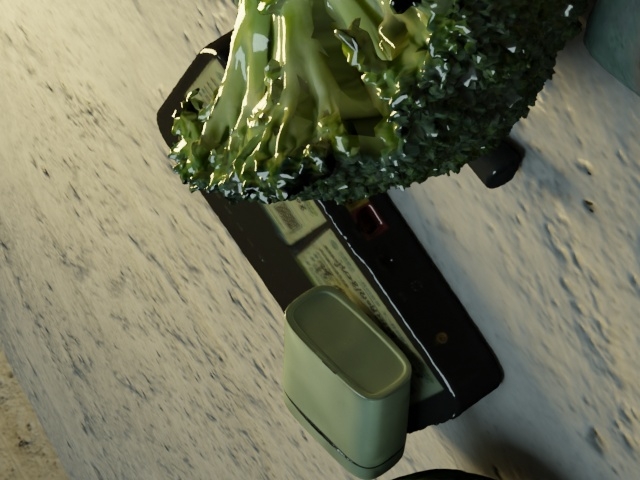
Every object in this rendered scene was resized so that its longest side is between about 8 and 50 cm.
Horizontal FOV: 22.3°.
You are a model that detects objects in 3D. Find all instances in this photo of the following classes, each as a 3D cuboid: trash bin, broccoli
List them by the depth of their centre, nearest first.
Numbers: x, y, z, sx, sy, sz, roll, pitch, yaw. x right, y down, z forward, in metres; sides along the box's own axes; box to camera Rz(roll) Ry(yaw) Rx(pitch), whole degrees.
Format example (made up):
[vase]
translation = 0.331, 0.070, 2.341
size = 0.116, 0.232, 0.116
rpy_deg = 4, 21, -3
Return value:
[broccoli]
translation = -0.030, -0.182, 0.907
size = 0.361, 0.221, 0.252
rpy_deg = 51, 160, 15
[trash bin]
translation = 0.020, 0.115, 1.294
size = 0.116, 0.059, 0.130
rpy_deg = 43, 154, 25

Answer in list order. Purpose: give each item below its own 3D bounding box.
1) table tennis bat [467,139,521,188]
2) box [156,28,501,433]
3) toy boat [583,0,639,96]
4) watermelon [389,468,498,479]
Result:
[table tennis bat]
translation = 0.049, -0.123, 1.095
size = 0.236, 0.027, 0.150
rpy_deg = 48, 157, 24
[box]
translation = 0.000, 0.000, 1.328
size = 0.350, 0.058, 0.211
rpy_deg = 56, 156, 1
[toy boat]
translation = 0.216, -0.062, 0.780
size = 0.282, 0.096, 0.206
rpy_deg = 54, 158, 41
[watermelon]
translation = 0.100, 0.303, 1.292
size = 0.242, 0.242, 0.242
rpy_deg = 45, 156, 27
